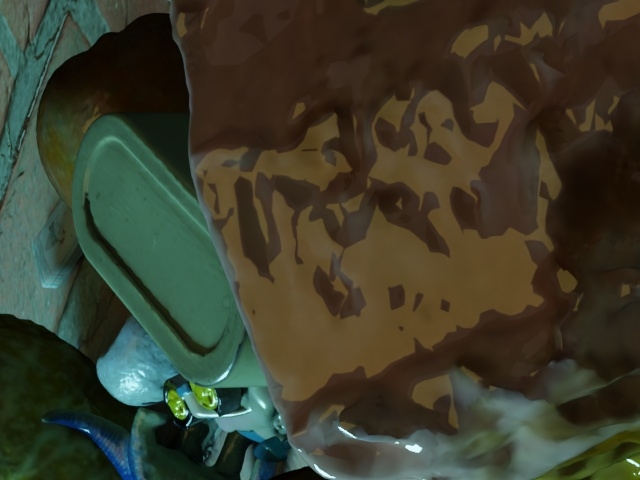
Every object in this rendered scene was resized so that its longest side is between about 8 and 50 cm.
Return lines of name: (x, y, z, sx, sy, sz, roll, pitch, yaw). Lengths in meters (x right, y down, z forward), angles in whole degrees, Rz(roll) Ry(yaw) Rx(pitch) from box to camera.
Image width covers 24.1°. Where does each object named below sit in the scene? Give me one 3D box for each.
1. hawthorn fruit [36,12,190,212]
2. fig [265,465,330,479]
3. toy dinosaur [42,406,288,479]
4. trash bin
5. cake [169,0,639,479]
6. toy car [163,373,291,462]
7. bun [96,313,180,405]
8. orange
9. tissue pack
hawthorn fruit: (-0.102, -0.045, 1.139, 0.199, 0.199, 0.251, -24, 82, 53)
fig: (0.019, 0.213, 1.011, 0.217, 0.217, 0.321, 29, 86, 51)
toy dinosaur: (-0.117, 0.232, 1.194, 0.075, 0.247, 0.188, 104, -179, -79)
trash bin: (0.000, 0.000, 0.936, 0.243, 0.247, 0.121, 44, 124, 47)
cake: (0.128, -0.050, 0.659, 0.314, 0.293, 0.307, -25, 69, 24)
toy car: (-0.045, 0.122, 1.123, 0.098, 0.126, 0.161, 63, 146, 9)
bun: (-0.116, 0.083, 1.222, 0.083, 0.141, 0.141, 42, 132, 6)
orange: (-0.241, 0.246, 1.322, 0.271, 0.210, 0.369, 163, 103, -72)
tissue pack: (-0.257, -0.001, 1.500, 0.108, 0.023, 0.056, -48, 53, 44)
